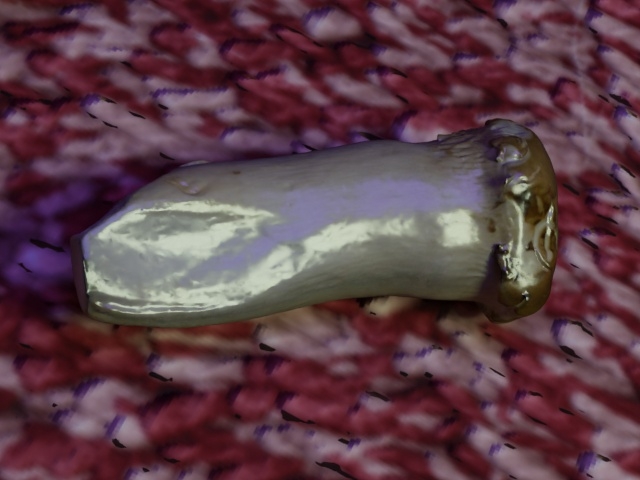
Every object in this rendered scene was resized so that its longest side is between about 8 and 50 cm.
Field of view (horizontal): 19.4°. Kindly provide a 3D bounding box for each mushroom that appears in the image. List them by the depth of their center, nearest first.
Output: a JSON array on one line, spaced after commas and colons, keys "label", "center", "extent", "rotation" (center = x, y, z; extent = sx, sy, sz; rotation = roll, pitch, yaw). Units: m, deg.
[{"label": "mushroom", "center": [0.000, 0.000, 0.738], "extent": [0.209, 0.071, 0.084], "rotation": [-6, 91, -24]}]
